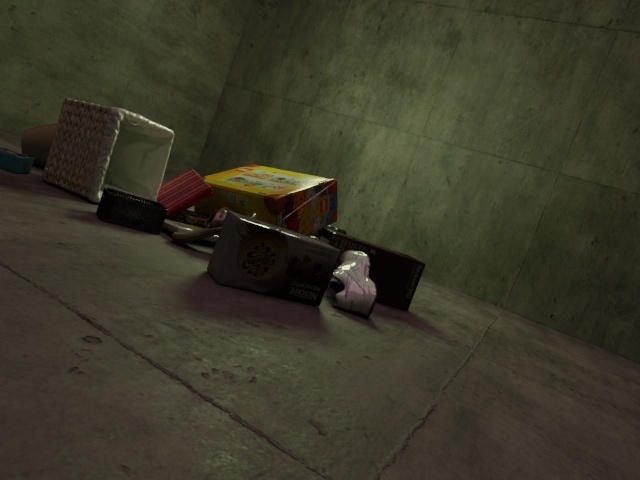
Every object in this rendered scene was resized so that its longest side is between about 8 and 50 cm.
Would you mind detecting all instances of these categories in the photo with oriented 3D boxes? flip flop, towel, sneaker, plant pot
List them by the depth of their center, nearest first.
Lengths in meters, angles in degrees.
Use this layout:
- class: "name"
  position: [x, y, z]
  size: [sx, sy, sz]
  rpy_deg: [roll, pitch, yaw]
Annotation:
- class: "sneaker"
  position: [0.087, 0.112, 1.400]
  size: [0.129, 0.111, 0.297]
  rpy_deg: [10, 25, -11]
- class: "flip flop"
  position: [-0.327, -0.054, 1.424]
  size: [0.277, 0.080, 0.112]
  rpy_deg: [-14, 6, -25]
- class: "plant pot"
  position: [-0.363, -0.071, 1.744]
  size: [0.134, 0.095, 0.134]
  rpy_deg: [32, 19, -12]
- class: "towel"
  position: [-0.549, -0.190, 1.807]
  size: [0.275, 0.199, 0.031]
  rpy_deg: [40, -22, 50]
- class: "plant pot"
  position: [-1.077, -0.384, 1.913]
  size: [0.274, 0.257, 0.256]
  rpy_deg: [0, 11, -18]

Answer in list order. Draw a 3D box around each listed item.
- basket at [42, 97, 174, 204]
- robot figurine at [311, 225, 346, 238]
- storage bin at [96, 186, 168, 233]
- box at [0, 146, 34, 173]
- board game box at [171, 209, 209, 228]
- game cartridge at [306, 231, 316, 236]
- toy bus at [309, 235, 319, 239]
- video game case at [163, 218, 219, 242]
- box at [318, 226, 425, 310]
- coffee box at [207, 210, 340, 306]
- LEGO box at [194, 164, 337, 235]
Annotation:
- class: "basket"
  position: [-0.763, -0.313, 1.668]
  size: [0.266, 0.331, 0.328]
  rpy_deg: [19, 4, 15]
- class: "robot figurine"
  position: [-0.002, -0.002, 2.226]
  size: [0.209, 0.174, 0.278]
  rpy_deg: [23, 6, 31]
- class: "storage bin"
  position: [-0.574, -0.090, 1.395]
  size: [0.180, 0.084, 0.122]
  rpy_deg: [18, 5, -34]
- class: "box"
  position: [-1.135, -0.299, 1.563]
  size: [0.244, 0.060, 0.100]
  rpy_deg: [19, 5, -14]
- class: "board game box"
  position: [-0.500, -0.081, 1.817]
  size: [0.141, 0.048, 0.170]
  rpy_deg: [25, 7, 33]
- class: "game cartridge"
  position: [-0.223, -0.063, 2.006]
  size: [0.355, 0.068, 0.230]
  rpy_deg: [15, 22, 35]
- class: "toy bus"
  position: [-0.011, 0.057, 1.918]
  size: [0.130, 0.108, 0.333]
  rpy_deg: [21, 5, -1]
- class: "video game case"
  position: [-0.438, -0.033, 1.557]
  size: [0.206, 0.026, 0.227]
  rpy_deg: [17, 2, 43]
- class: "box"
  position: [0.163, 0.104, 1.644]
  size: [0.381, 0.191, 0.143]
  rpy_deg: [17, 6, -21]
- class: "coffee box"
  position: [-0.119, 0.051, 1.193]
  size: [0.297, 0.168, 0.119]
  rpy_deg: [18, 5, -30]
- class: "LEGO box"
  position: [-0.237, -0.168, 1.929]
  size: [0.500, 0.193, 0.372]
  rpy_deg: [16, 27, 36]
